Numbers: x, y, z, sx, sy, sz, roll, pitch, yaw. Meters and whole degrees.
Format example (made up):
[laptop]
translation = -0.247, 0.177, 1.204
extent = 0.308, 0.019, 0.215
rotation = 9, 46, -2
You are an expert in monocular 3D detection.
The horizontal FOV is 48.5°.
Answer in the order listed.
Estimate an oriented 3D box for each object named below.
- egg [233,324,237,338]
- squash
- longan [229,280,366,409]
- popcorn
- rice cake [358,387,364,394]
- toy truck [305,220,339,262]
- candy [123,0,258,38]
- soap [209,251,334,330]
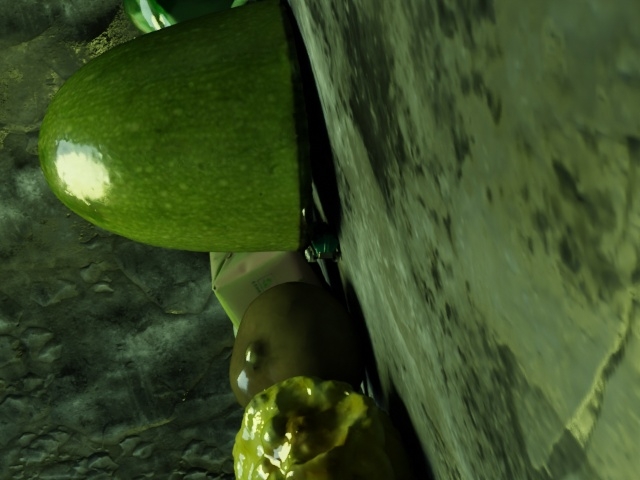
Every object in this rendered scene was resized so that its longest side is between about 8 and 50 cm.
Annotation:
[egg]
translation = -0.076, 0.172, 1.417
extent = 0.264, 0.182, 0.183
rotation = 65, -172, -70
[squash]
translation = -0.180, -0.122, 0.832
extent = 0.310, 0.308, 0.311
rotation = 173, 90, -82
[longan]
translation = -0.027, 0.143, 0.879
extent = 0.189, 0.189, 0.189
rotation = 165, 90, -85
[popcorn]
translation = 0.001, 0.250, 0.725
extent = 0.286, 0.173, 0.225
rotation = 144, 115, -66
[rice cake]
translation = 0.035, 0.269, 1.061
extent = 0.290, 0.081, 0.051
rotation = 81, -175, -47
[toy truck]
translation = 0.000, 0.000, 0.900
extent = 0.083, 0.039, 0.044
rotation = -122, 35, -69
[candy]
translation = -0.196, -0.452, 1.026
extent = 0.263, 0.171, 0.398
rotation = -137, 49, -59
[soap]
translation = -0.062, 0.072, 1.035
extent = 0.199, 0.138, 0.182
rotation = 63, -179, -26
